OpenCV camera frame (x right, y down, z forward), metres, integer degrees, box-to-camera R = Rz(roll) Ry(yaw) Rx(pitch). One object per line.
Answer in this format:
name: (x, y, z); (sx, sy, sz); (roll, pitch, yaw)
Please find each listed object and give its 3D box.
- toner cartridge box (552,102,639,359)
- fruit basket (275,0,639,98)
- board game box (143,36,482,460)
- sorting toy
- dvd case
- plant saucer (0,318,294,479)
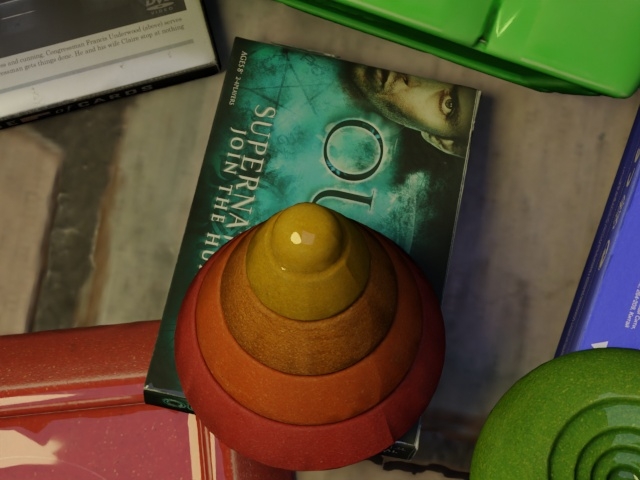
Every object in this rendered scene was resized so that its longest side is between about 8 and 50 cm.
toner cartridge box: (0.191, 0.076, 0.681); (0.165, 0.075, 0.347); (20, 84, 2)
fruit basket: (0.041, -0.273, 0.598); (0.392, 0.283, 0.392); (0, 96, -3)
board game box: (0.000, 0.000, 0.687); (0.126, 0.026, 0.186); (12, 67, 0)
sorting toy: (0.104, 0.073, 0.570); (0.366, 0.126, 0.127); (26, 69, 12)
dvd case: (-0.166, -0.175, 0.727); (0.179, 0.029, 0.238); (-15, 85, -3)
plant saucer: (-0.136, 0.171, 0.681); (0.258, 0.048, 0.259); (-6, 83, -2)
